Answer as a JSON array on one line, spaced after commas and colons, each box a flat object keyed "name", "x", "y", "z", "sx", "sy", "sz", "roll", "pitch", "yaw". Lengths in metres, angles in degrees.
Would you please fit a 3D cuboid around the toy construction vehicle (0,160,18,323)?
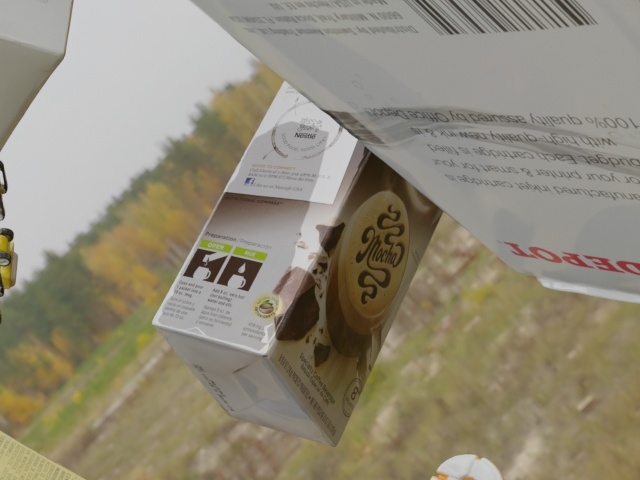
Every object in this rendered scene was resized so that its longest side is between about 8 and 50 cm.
[{"name": "toy construction vehicle", "x": -0.206, "y": 0.011, "z": 0.827, "sx": 0.098, "sy": 0.035, "sz": 0.086, "roll": 99, "pitch": 170, "yaw": -59}]

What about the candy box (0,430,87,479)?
[{"name": "candy box", "x": -0.234, "y": 0.297, "z": 1.269, "sx": 0.183, "sy": 0.316, "sz": 0.087, "roll": -40, "pitch": 23, "yaw": 49}]

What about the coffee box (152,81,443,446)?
[{"name": "coffee box", "x": 0.000, "y": 0.000, "z": 1.181, "sx": 0.119, "sy": 0.168, "sz": 0.297, "roll": 12, "pitch": 63, "yaw": 29}]

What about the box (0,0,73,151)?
[{"name": "box", "x": -0.285, "y": -0.246, "z": 1.044, "sx": 0.215, "sy": 0.168, "sz": 0.345, "roll": -41, "pitch": 40, "yaw": 51}]

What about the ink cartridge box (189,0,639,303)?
[{"name": "ink cartridge box", "x": 0.079, "y": -0.101, "z": 0.481, "sx": 0.223, "sy": 0.307, "sz": 0.129, "roll": 10, "pitch": 67, "yaw": 54}]

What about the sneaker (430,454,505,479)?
[{"name": "sneaker", "x": 0.110, "y": 0.276, "z": 1.054, "sx": 0.083, "sy": 0.084, "sz": 0.215, "roll": 43, "pitch": -119, "yaw": -65}]
